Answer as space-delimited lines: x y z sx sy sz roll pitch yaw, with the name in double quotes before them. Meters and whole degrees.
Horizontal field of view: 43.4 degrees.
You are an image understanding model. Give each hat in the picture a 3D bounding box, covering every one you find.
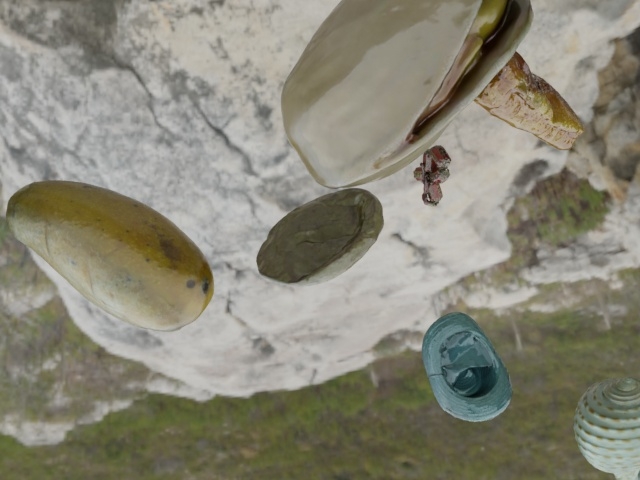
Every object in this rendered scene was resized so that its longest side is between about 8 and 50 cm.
"hat" 0.249 0.222 1.397 0.138 0.191 0.078 -19 167 -14

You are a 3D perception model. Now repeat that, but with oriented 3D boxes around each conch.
"conch" 0.343 0.202 0.885 0.135 0.102 0.153 -19 143 -6

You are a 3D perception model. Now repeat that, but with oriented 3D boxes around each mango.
"mango" -0.307 0.011 1.183 0.176 0.329 0.175 -51 178 19

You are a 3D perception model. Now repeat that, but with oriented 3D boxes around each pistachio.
"pistachio" 0.078 -0.172 0.813 0.166 0.197 0.288 31 114 -31

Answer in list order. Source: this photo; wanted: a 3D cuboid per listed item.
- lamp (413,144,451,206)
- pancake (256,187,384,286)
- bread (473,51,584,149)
"lamp" 0.155 -0.093 1.099 0.031 0.063 0.083 -16 153 -26
"pancake" 0.000 0.000 1.329 0.241 0.242 0.050 -19 119 17
"bread" 0.252 -0.190 1.037 0.271 0.139 0.077 15 117 -52
